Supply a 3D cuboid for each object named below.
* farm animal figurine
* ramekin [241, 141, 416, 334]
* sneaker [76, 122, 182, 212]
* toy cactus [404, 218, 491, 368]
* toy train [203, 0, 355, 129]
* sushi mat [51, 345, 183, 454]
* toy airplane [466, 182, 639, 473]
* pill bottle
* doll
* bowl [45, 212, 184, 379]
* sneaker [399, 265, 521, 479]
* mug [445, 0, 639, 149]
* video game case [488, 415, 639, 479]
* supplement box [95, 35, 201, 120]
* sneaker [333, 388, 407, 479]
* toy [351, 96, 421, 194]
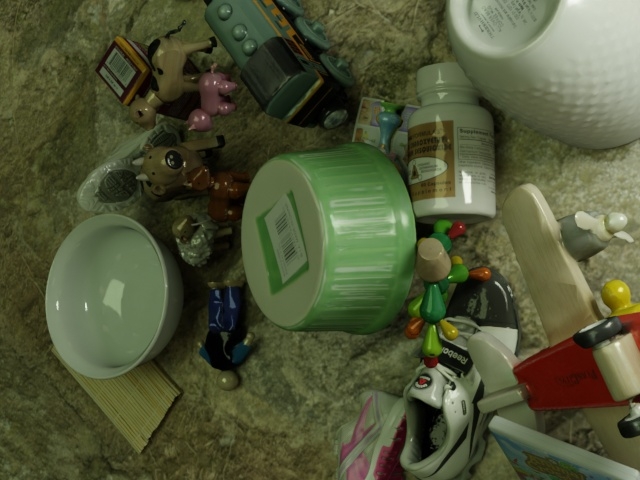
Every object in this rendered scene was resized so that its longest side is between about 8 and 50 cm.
[{"bbox_3d":[-0.243,-0.151,2.010,0.327,0.172,0.330,121,136,-62],"label":"farm animal figurine"},{"bbox_3d":[0.000,0.000,1.840,0.303,0.148,0.303,7,98,58],"label":"ramekin"},{"bbox_3d":[-0.359,-0.125,2.175,0.115,0.232,0.090,0,125,52],"label":"sneaker"},{"bbox_3d":[0.171,0.056,1.683,0.112,0.180,0.219,13,67,16],"label":"toy cactus"},{"bbox_3d":[-0.077,-0.321,1.978,0.142,0.190,0.334,-44,62,22],"label":"toy train"},{"bbox_3d":[-0.386,0.242,2.231,0.316,0.019,0.151,42,109,32],"label":"sushi mat"},{"bbox_3d":[0.380,0.154,1.581,0.384,0.272,0.386,39,144,43],"label":"toy airplane"},{"bbox_3d":[0.196,-0.144,1.797,0.131,0.131,0.229,-6,80,35],"label":"pill bottle"},{"bbox_3d":[-0.161,0.165,2.063,0.129,0.046,0.189,-6,80,36],"label":"doll"},{"bbox_3d":[-0.346,0.105,2.149,0.298,0.134,0.298,-6,80,34],"label":"bowl"},{"bbox_3d":[0.196,0.196,1.746,0.122,0.146,0.330,10,87,38],"label":"sneaker"},{"bbox_3d":[0.307,-0.328,1.621,0.276,0.328,0.374,-27,69,29],"label":"mug"},{"bbox_3d":[0.339,0.318,1.566,0.212,0.193,0.023,18,63,39],"label":"video game case"},{"bbox_3d":[-0.292,-0.285,2.127,0.081,0.188,0.104,-52,59,19],"label":"supplement box"},{"bbox_3d":[0.071,0.340,1.851,0.111,0.103,0.252,29,95,38],"label":"sneaker"},{"bbox_3d":[0.085,-0.110,1.919,0.137,0.056,0.237,15,93,37],"label":"toy"}]
